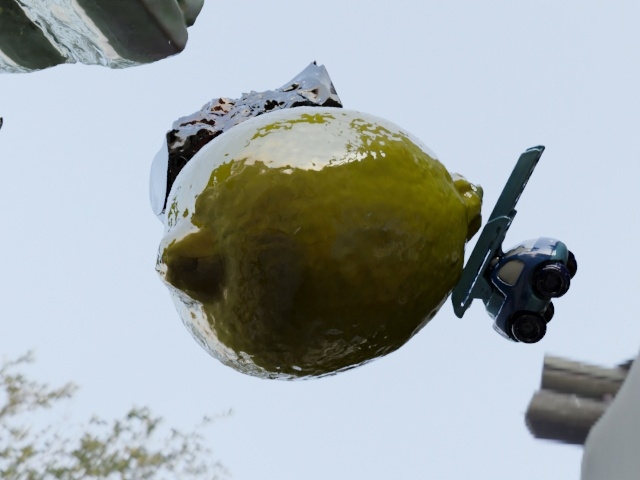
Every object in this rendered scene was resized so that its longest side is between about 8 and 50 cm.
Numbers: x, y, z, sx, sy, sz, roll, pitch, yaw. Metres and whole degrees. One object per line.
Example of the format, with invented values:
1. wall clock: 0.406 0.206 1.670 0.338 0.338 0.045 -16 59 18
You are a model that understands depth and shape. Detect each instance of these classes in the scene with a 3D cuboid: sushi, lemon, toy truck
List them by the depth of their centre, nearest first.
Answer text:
1. lemon: 0.000 0.000 0.828 0.248 0.184 0.184 -11 -66 -28
2. toy truck: 0.151 0.006 0.873 0.074 0.063 0.136 28 -72 10
3. sushi: -0.066 -0.054 1.052 0.150 0.172 0.153 -1 -47 -20

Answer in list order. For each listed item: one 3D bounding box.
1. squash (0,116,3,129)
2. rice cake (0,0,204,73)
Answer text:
1. squash: -0.390 0.014 1.010 0.341 0.094 0.094 -40 -81 -7
2. rice cake: -0.130 -0.117 0.268 0.127 0.043 0.237 0 -30 26
